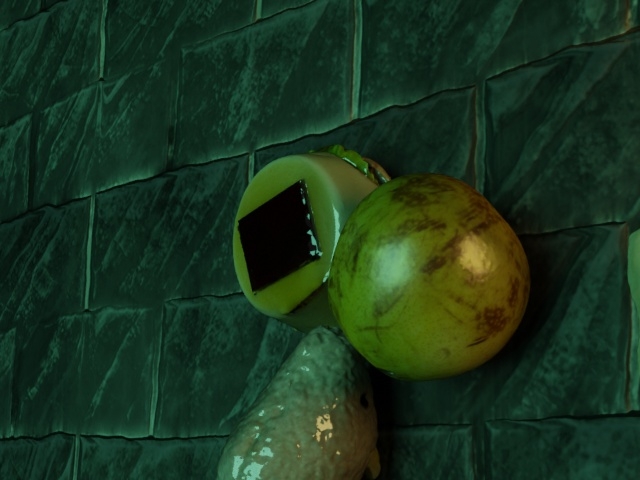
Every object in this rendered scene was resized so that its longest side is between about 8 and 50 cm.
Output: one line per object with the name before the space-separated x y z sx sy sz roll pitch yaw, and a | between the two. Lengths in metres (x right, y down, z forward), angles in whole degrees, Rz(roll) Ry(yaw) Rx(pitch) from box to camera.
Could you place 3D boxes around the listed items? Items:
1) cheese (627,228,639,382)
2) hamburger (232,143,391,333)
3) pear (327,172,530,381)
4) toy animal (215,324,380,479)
cheese | 0.445 0.095 1.397 0.159 0.093 0.263 -19 67 43
hamburger | 0.000 0.000 1.823 0.302 0.170 0.302 -9 78 46
pear | 0.142 0.053 1.589 0.281 0.281 0.280 -14 70 43
toy animal | -0.029 0.314 1.712 0.188 0.226 0.358 25 69 40
